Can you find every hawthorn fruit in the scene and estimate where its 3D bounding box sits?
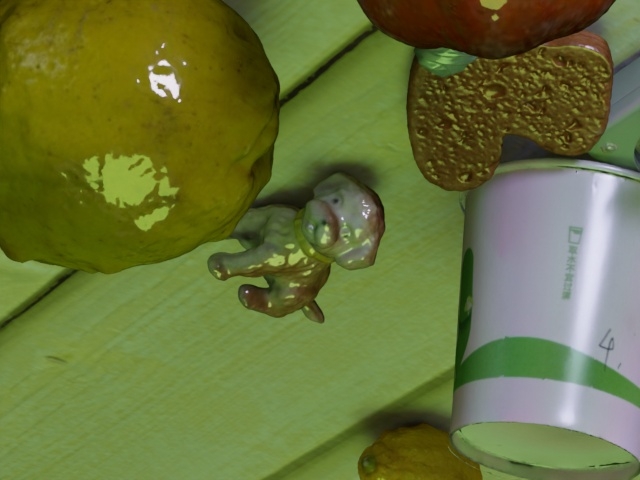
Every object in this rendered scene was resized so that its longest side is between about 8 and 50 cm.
[{"bbox_3d":[0.117,-0.256,1.438,0.231,0.235,0.263,-15,143,24],"label":"hawthorn fruit"}]

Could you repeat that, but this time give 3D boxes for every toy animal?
[{"bbox_3d":[0.009,0.012,1.969,0.185,0.104,0.184,-28,136,27],"label":"toy animal"}]

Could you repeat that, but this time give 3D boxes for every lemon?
[{"bbox_3d":[0.123,0.297,2.363,0.187,0.142,0.142,22,140,-39],"label":"lemon"},{"bbox_3d":[-0.194,-0.105,1.640,0.316,0.285,0.285,9,146,-2],"label":"lemon"}]

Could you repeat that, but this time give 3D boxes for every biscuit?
[{"bbox_3d":[0.175,-0.121,1.781,0.192,0.036,0.186,4,131,11],"label":"biscuit"}]

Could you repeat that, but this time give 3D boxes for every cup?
[{"bbox_3d":[0.241,0.087,1.876,0.253,0.274,0.253,9,159,4],"label":"cup"}]

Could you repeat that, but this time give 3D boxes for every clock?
[{"bbox_3d":[0.354,-0.110,1.820,0.191,0.062,0.151,23,139,-32],"label":"clock"}]

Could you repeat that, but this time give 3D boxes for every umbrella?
[{"bbox_3d":[0.138,-0.204,1.674,0.067,0.062,0.143,38,123,2],"label":"umbrella"}]
